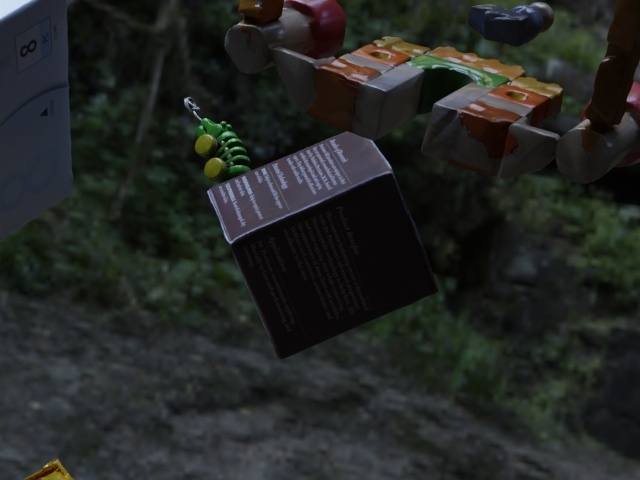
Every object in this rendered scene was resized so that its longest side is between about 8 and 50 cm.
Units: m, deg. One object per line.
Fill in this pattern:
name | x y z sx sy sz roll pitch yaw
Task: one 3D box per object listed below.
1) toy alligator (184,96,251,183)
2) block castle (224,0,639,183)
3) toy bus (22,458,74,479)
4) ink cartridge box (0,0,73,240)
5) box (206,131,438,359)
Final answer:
toy alligator | -0.125 -0.123 1.968 0.051 0.189 0.056 -35 -34 18
block castle | 0.150 -0.256 1.568 0.453 0.303 0.213 20 24 21
toy bus | -0.328 0.330 1.627 0.149 0.220 0.211 57 2 -16
ink cartridge box | -0.423 -0.083 1.618 0.091 0.385 0.308 33 -39 21
box | 0.000 0.000 1.805 0.203 0.168 0.167 -23 26 -3
